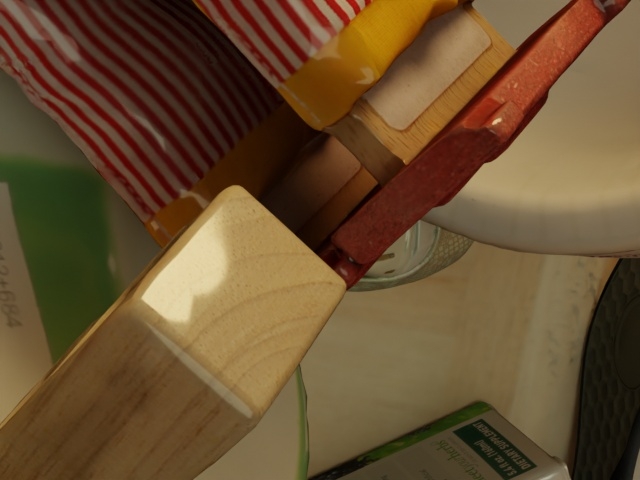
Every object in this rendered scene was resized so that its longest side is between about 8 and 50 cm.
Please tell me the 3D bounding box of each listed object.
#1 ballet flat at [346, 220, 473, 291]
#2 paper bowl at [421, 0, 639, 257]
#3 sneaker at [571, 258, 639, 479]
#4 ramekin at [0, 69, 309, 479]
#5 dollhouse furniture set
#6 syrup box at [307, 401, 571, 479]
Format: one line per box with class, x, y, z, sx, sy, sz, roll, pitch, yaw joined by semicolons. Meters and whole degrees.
ballet flat;0.000;0.000;0.685;0.168;0.052;0.057;-4;102;-15
paper bowl;0.121;-0.134;0.600;0.148;0.284;0.284;3;104;-61
sneaker;0.210;0.097;0.743;0.163;0.086;0.226;5;104;-12
ramekin;-0.151;0.060;0.513;0.303;0.303;0.148;28;134;-19
dollhouse furniture set;-0.086;-0.020;0.399;0.201;0.374;0.152;44;131;-3
syrup box;0.001;0.172;0.698;0.237;0.093;0.096;-22;106;-10
